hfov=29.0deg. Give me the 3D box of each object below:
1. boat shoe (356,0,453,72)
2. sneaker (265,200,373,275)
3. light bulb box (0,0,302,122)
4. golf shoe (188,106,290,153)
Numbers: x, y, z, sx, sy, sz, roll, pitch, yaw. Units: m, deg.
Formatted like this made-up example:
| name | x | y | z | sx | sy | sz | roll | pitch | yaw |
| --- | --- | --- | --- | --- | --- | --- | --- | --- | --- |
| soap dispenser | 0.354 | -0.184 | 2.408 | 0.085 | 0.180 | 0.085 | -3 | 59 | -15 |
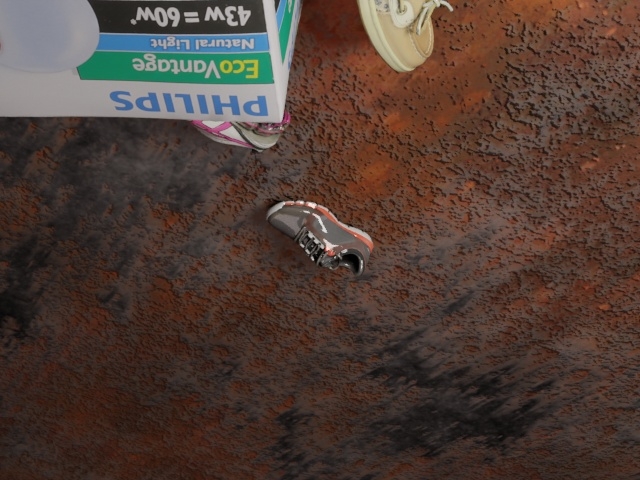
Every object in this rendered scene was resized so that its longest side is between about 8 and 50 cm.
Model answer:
| name | x | y | z | sx | sy | sz | roll | pitch | yaw |
| --- | --- | --- | --- | --- | --- | --- | --- | --- | --- |
| boat shoe | 0.081 | -0.285 | 1.232 | 0.089 | 0.104 | 0.285 | -3 | 140 | 18 |
| sneaker | 0.000 | 0.000 | 1.633 | 0.158 | 0.064 | 0.061 | 22 | 139 | -17 |
| light bulb box | -0.210 | -0.311 | 1.156 | 0.358 | 0.225 | 0.361 | 1 | 140 | 8 |
| golf shoe | -0.134 | -0.151 | 1.467 | 0.186 | 0.067 | 0.086 | 22 | 141 | -17 |
